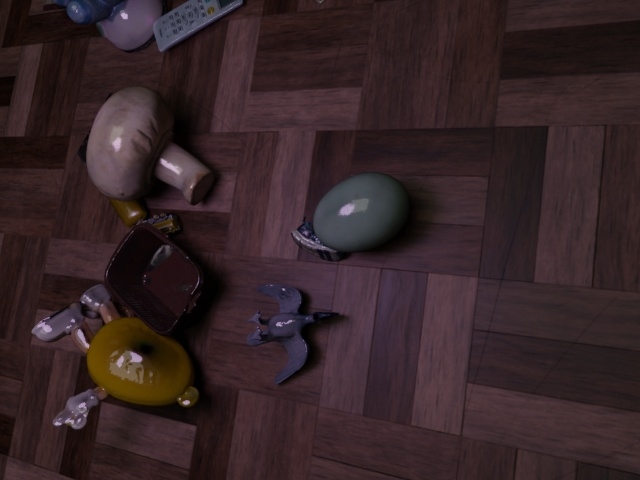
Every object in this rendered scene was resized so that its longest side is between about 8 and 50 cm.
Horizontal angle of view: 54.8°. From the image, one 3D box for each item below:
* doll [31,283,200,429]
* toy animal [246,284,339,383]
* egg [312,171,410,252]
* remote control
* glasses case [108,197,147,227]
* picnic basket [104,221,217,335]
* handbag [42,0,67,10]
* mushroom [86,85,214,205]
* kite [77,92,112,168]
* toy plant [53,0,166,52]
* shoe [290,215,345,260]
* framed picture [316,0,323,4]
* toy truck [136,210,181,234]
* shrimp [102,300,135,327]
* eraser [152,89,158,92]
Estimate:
[{"bbox_3d":[-0.524,0.286,1.569,0.348,0.161,0.423,-18,58,-17],"label":"doll"},{"bbox_3d":[-0.080,0.212,1.461,0.255,0.177,0.239,-32,59,56],"label":"toy animal"},{"bbox_3d":[0.089,-0.060,1.373,0.231,0.168,0.167,-26,69,23],"label":"egg"},{"bbox_3d":[-0.353,-0.647,1.782,0.294,0.051,0.103,-25,70,17],"label":"remote control"},{"bbox_3d":[-0.574,-0.136,1.785,0.079,0.064,0.234,-38,64,7],"label":"glasses case"},{"bbox_3d":[-0.406,0.102,1.615,0.297,0.129,0.222,35,95,27],"label":"picnic basket"},{"bbox_3d":[-0.792,-0.848,2.000,0.213,0.127,0.234,7,81,30],"label":"handbag"},{"bbox_3d":[-0.488,-0.227,1.633,0.315,0.315,0.355,-33,67,18],"label":"mushroom"},{"bbox_3d":[-0.612,-0.295,1.763,0.015,0.152,0.285,-4,55,18],"label":"kite"},{"bbox_3d":[-0.639,-0.715,1.782,0.247,0.332,0.247,-5,80,28],"label":"toy plant"},{"bbox_3d":[0.000,0.000,1.472,0.143,0.064,0.071,28,75,23],"label":"shoe"},{"bbox_3d":[0.037,-0.771,1.627,0.252,0.014,0.197,-41,65,14],"label":"framed picture"},{"bbox_3d":[-0.445,-0.039,1.706,0.123,0.052,0.062,-17,79,22],"label":"toy truck"},{"bbox_3d":[-0.559,0.260,1.708,0.101,0.042,0.190,-3,78,15],"label":"shrimp"},{"bbox_3d":[-0.500,-0.392,1.818,0.085,0.027,0.063,-42,64,15],"label":"eraser"}]
